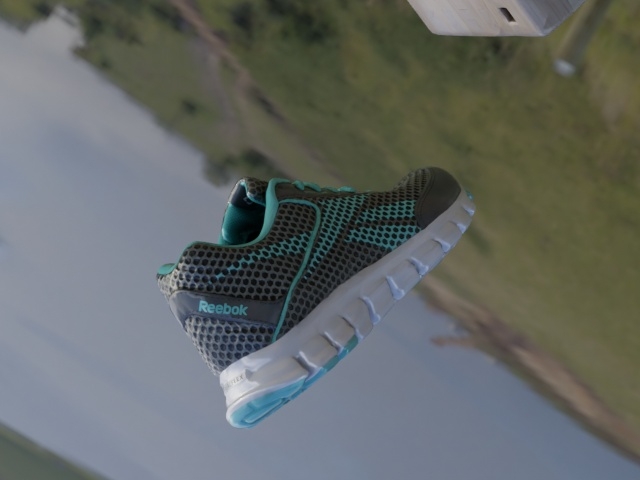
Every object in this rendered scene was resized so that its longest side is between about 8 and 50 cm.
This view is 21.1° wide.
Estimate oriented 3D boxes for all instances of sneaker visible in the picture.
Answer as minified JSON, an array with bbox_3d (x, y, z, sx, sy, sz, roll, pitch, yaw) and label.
[{"bbox_3d":[0.000,0.000,0.664,0.076,0.166,0.065,50,130,-1],"label":"sneaker"}]

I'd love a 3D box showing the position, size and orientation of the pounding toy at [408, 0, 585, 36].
[{"bbox_3d":[0.058,-0.199,0.525,0.206,0.181,0.094,51,169,-19],"label":"pounding toy"}]
